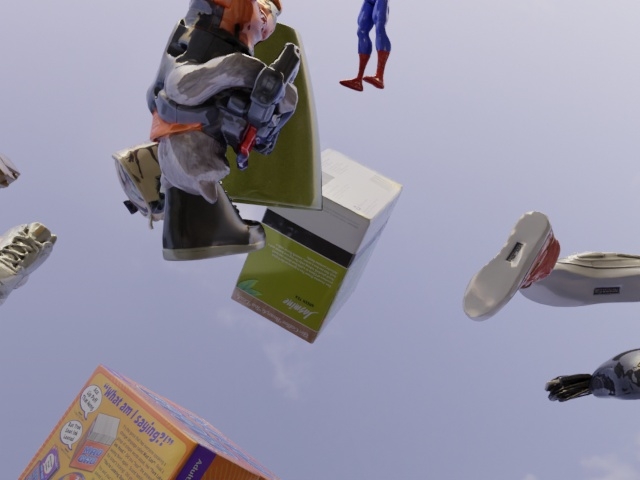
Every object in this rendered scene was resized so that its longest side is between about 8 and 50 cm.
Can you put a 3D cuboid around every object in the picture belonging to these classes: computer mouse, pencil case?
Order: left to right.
[{"bbox_3d":[-0.258,-0.184,1.614,0.410,0.160,0.183,-27,-73,-25],"label":"pencil case"},{"bbox_3d":[0.477,0.205,1.092,0.188,0.272,0.072,-6,-102,-5],"label":"computer mouse"}]

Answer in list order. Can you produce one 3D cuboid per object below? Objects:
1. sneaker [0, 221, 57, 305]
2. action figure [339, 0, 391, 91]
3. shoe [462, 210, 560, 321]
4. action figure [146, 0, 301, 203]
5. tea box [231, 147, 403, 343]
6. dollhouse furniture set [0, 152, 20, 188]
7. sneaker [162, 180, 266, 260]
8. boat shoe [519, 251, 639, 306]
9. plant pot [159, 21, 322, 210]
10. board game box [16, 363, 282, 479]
[{"bbox_3d":[-0.486,0.020,1.105,0.121,0.262,0.099,-44,-76,-3],"label":"sneaker"},{"bbox_3d":[0.066,-0.398,1.131,0.139,0.091,0.280,16,-96,-40],"label":"action figure"},{"bbox_3d":[0.271,0.050,0.978,0.178,0.063,0.081,-54,-46,-8],"label":"shoe"},{"bbox_3d":[-0.107,-0.201,0.775,0.178,0.341,0.330,13,-100,-5],"label":"action figure"},{"bbox_3d":[0.000,0.000,1.612,0.220,0.323,0.329,29,-155,9],"label":"tea box"},{"bbox_3d":[-0.377,-0.014,0.735,0.144,0.151,0.123,-36,-92,-8],"label":"dollhouse furniture set"},{"bbox_3d":[-0.135,-0.042,0.957,0.222,0.083,0.118,-16,-74,-70],"label":"sneaker"},{"bbox_3d":[0.506,0.062,1.342,0.267,0.096,0.088,-4,-143,7],"label":"boat shoe"},{"bbox_3d":[-0.118,-0.210,1.188,0.275,0.275,0.293,5,-89,-32],"label":"plant pot"},{"bbox_3d":[-0.315,0.514,1.319,0.356,0.356,0.356,-57,-47,-13],"label":"board game box"}]
